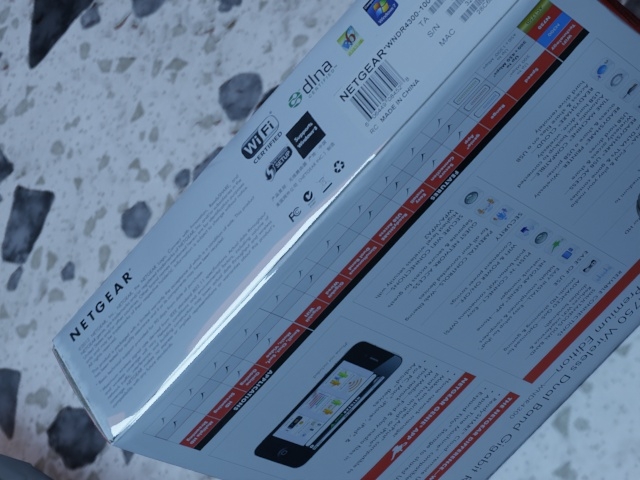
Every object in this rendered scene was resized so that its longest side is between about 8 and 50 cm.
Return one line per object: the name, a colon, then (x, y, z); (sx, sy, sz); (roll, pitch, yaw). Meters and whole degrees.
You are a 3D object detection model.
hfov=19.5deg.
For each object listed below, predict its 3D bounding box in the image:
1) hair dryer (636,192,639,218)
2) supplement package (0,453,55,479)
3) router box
hair dryer: (0.333, -0.029, 0.960); (0.294, 0.080, 0.223); (23, 75, 20)
supplement package: (-0.235, 0.264, 1.277); (0.194, 0.149, 0.203); (23, 87, 41)
router box: (0.067, 0.006, 1.043); (0.335, 0.301, 0.082); (-47, 51, 13)
